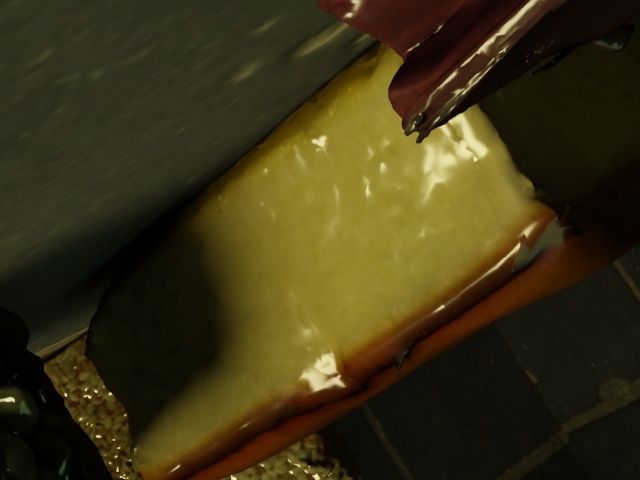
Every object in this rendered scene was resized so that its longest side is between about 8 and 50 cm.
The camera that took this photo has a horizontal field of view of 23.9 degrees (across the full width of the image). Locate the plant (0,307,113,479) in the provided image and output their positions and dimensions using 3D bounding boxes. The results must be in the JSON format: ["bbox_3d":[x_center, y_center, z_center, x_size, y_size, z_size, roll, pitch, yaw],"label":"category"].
[{"bbox_3d":[-0.172,0.110,0.714,0.132,0.129,0.194,-34,177,-8],"label":"plant"}]

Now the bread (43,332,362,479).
[{"bbox_3d":[-0.112,0.143,1.001,0.234,0.184,0.110,-32,167,0],"label":"bread"}]

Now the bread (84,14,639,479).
[{"bbox_3d":[0.071,-0.016,0.854,0.333,0.143,0.324,-26,172,-48],"label":"bread"}]

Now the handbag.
[{"bbox_3d":[0.122,-0.133,0.538,0.216,0.074,0.203,-28,173,-48],"label":"handbag"}]
